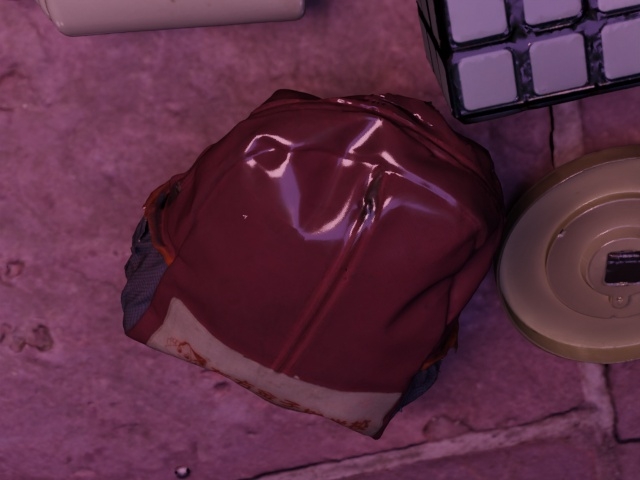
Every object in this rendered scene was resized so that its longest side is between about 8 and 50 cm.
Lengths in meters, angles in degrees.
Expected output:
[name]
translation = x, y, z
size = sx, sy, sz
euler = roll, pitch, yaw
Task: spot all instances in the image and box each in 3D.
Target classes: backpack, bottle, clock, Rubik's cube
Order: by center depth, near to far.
[Rubik's cube]
translation = 0.154, -0.200, 0.767
size = 0.160, 0.162, 0.163
euler = -12, 116, 3
[bottle]
translation = -0.135, -0.211, 0.780
size = 0.245, 0.104, 0.104
euler = -5, 117, -1
[backpack]
translation = 0.000, 0.000, 0.820
size = 0.283, 0.197, 0.317
euler = 19, 139, -10
[clock]
translation = 0.277, 0.019, 0.939
size = 0.234, 0.029, 0.235
euler = 0, 126, 0
